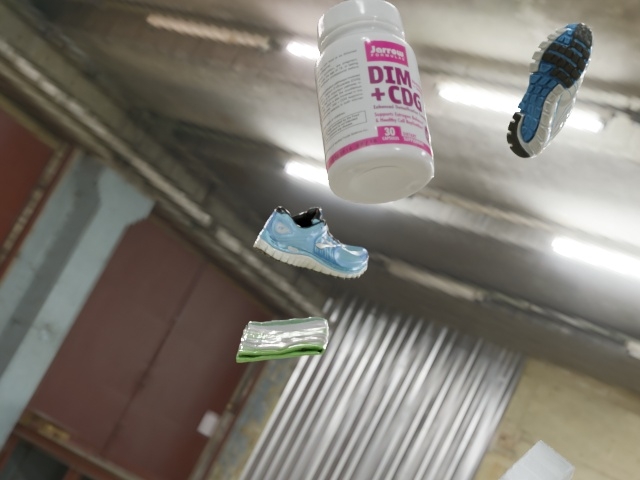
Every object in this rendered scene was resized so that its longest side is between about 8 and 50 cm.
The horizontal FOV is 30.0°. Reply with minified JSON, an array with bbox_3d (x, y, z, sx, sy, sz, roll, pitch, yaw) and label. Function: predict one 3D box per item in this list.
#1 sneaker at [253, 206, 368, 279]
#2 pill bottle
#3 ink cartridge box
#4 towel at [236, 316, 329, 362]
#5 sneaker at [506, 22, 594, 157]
[{"bbox_3d":[0.000,0.000,1.427,0.162,0.073,0.063,15,6,-41],"label":"sneaker"},{"bbox_3d":[0.075,-0.213,1.809,0.160,0.283,0.160,-6,-25,-3],"label":"pill bottle"},{"bbox_3d":[0.288,0.332,1.638,0.063,0.115,0.029,38,-31,30],"label":"ink cartridge box"},{"bbox_3d":[-0.047,0.122,1.507,0.113,0.023,0.152,-7,7,2],"label":"towel"},{"bbox_3d":[0.312,-0.201,1.580,0.071,0.191,0.083,37,30,25],"label":"sneaker"}]
